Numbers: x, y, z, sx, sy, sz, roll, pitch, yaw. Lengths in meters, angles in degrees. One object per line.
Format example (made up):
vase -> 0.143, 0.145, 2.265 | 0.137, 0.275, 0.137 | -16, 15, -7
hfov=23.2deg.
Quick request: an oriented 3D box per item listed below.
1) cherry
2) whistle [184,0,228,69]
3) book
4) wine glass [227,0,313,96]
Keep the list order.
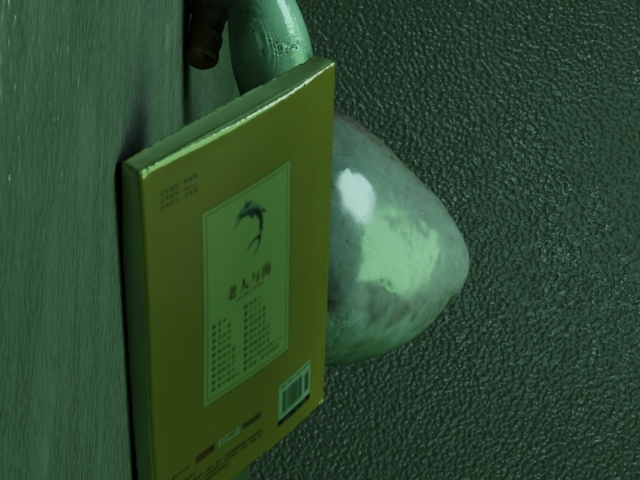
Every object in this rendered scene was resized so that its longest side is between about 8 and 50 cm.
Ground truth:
cherry -> -0.002, 0.009, 1.840 | 0.291, 0.335, 0.326 | -40, -169, 38
whistle -> -0.122, -0.294, 1.778 | 0.107, 0.057, 0.220 | 61, 32, -59
book -> -0.075, 0.052, 1.406 | 0.269, 0.032, 0.388 | -33, 135, -44
wine glass -> -0.086, -0.256, 1.628 | 0.264, 0.096, 0.309 | -69, 152, -61
